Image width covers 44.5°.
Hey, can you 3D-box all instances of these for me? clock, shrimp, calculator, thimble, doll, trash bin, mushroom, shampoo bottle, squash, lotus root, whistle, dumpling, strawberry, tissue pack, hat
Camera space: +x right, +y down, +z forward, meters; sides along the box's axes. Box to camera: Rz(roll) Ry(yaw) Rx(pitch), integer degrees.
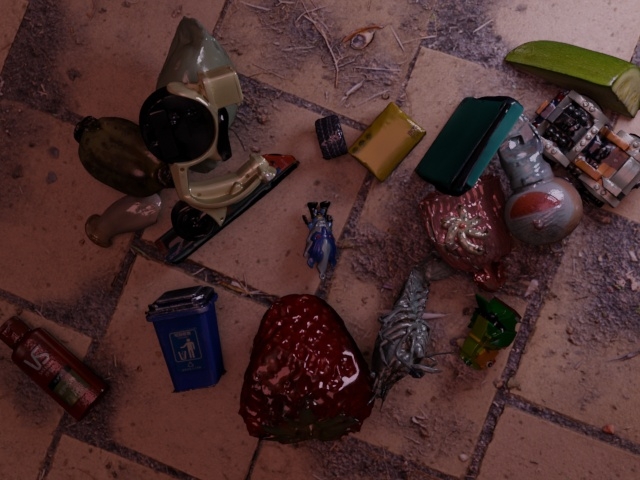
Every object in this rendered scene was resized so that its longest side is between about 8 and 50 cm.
[{"bbox_3d":[-0.256,-0.194,1.802,0.277,0.120,0.378,-21,125,-7],"label":"clock"},{"bbox_3d":[0.209,0.206,1.818,0.166,0.410,0.221,-24,125,36],"label":"shrimp"},{"bbox_3d":[0.340,-0.223,1.827,0.058,0.274,0.248,34,91,-17],"label":"calculator"},{"bbox_3d":[0.025,-0.254,1.929,0.066,0.095,0.104,-15,96,7],"label":"thimble"},{"bbox_3d":[0.399,0.222,1.870,0.134,0.106,0.186,7,109,-34],"label":"doll"},{"bbox_3d":[-0.319,0.237,1.926,0.163,0.184,0.234,-11,99,6],"label":"trash bin"},{"bbox_3d":[-0.494,-0.058,1.981,0.213,0.088,0.097,-29,112,9],"label":"mushroom"},{"bbox_3d":[0.000,0.000,1.943,0.096,0.070,0.195,-1,85,-25],"label":"doll"},{"bbox_3d":[-0.687,0.318,1.995,0.314,0.076,0.118,41,95,5],"label":"shampoo bottle"},{"bbox_3d":[0.628,-0.413,1.907,0.289,0.203,0.111,27,92,41],"label":"squash"},{"bbox_3d":[-0.468,-0.199,1.929,0.309,0.173,0.173,31,92,20],"label":"lotus root"},{"bbox_3d":[0.492,-0.127,1.821,0.189,0.189,0.347,-22,95,5],"label":"whistle"},{"bbox_3d":[-0.302,-0.343,1.919,0.212,0.270,0.320,20,81,-15],"label":"dumpling"},{"bbox_3d":[-0.043,0.299,1.862,0.318,0.295,0.344,-16,53,10],"label":"strawberry"},{"bbox_3d":[0.164,-0.240,1.921,0.120,0.082,0.169,43,93,4],"label":"tissue pack"},{"bbox_3d":[0.375,-0.008,1.880,0.237,0.107,0.286,-20,91,-14],"label":"hat"}]

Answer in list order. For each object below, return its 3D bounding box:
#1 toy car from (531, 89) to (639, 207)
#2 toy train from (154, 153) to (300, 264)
[{"bbox_3d":[0.635,-0.219,1.861,0.301,0.118,0.193,42,98,3],"label":"toy car"},{"bbox_3d":[-0.233,-0.093,1.955,0.409,0.086,0.089,-39,83,4],"label":"toy train"}]
